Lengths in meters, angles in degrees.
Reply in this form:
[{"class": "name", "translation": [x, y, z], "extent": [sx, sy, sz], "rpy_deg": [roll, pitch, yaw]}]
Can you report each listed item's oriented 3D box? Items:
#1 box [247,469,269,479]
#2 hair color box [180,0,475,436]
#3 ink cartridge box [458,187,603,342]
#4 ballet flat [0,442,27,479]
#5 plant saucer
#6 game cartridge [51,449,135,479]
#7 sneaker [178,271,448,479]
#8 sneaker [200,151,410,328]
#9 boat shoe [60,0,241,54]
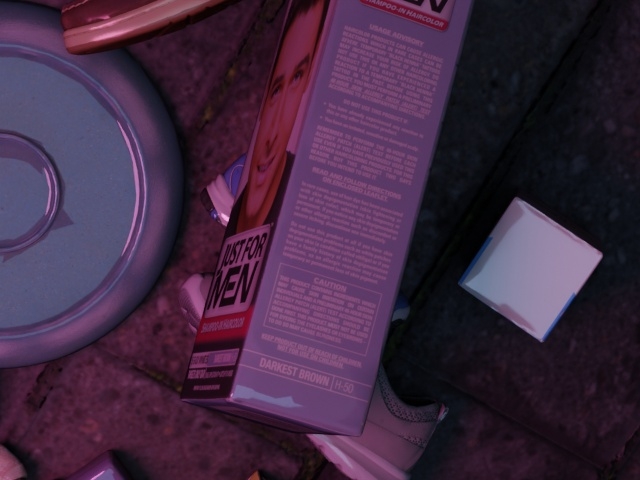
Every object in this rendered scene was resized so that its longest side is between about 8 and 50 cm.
[{"class": "box", "translation": [0.003, 0.315, 1.754], "extent": [0.232, 0.058, 0.087], "rpy_deg": [42, 95, -16]}, {"class": "hair color box", "translation": [0.005, -0.038, 1.537], "extent": [0.113, 0.185, 0.374], "rpy_deg": [18, 81, -14]}, {"class": "ink cartridge box", "translation": [0.183, 0.018, 1.669], "extent": [0.090, 0.143, 0.092], "rpy_deg": [34, 98, 3]}, {"class": "ballet flat", "translation": [-0.333, 0.240, 1.699], "extent": [0.168, 0.057, 0.052], "rpy_deg": [-36, 78, -2]}, {"class": "plant saucer", "translation": [-0.270, -0.043, 1.621], "extent": [0.317, 0.044, 0.318], "rpy_deg": [-2, 99, -9]}, {"class": "game cartridge", "translation": [-0.271, 0.371, 1.732], "extent": [0.355, 0.068, 0.230], "rpy_deg": [-35, 110, 2]}, {"class": "sneaker", "translation": [-0.007, 0.106, 1.690], "extent": [0.281, 0.105, 0.115], "rpy_deg": [42, 86, -25]}, {"class": "sneaker", "translation": [0.000, 0.000, 1.662], "extent": [0.211, 0.080, 0.081], "rpy_deg": [37, 98, -15]}, {"class": "boat shoe", "translation": [-0.071, -0.265, 1.574], "extent": [0.342, 0.123, 0.123], "rpy_deg": [-28, 94, -1]}]
